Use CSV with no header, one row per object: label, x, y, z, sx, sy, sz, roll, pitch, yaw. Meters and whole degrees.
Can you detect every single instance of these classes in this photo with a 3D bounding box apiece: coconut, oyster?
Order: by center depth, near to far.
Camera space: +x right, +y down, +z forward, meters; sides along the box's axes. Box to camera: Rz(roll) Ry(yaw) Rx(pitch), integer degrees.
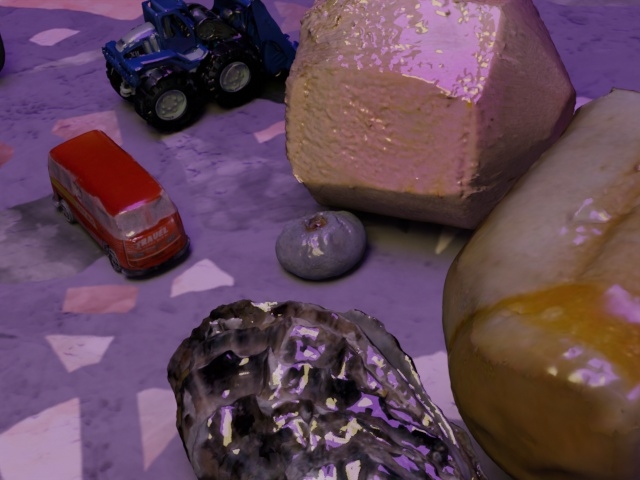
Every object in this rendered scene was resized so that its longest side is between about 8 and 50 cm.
oyster,0.014,0.158,0.785,0.158,0.162,0.351,-14,36,-25
coconut,0.105,-0.130,1.089,0.245,0.233,0.233,5,40,20

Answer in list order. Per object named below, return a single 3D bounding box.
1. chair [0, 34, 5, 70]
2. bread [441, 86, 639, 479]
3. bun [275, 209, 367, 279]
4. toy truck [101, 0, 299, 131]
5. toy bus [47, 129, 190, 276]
chair,-0.478,-0.217,1.410,0.222,0.104,0.095,-15,22,-5
bread,0.245,0.065,0.829,0.301,0.210,0.341,7,40,36
bun,0.000,0.000,1.082,0.083,0.045,0.083,-7,34,5
toy truck,-0.128,-0.217,1.314,0.208,0.126,0.113,-25,41,-21
toy bus,-0.193,-0.039,1.141,0.079,0.077,0.174,-28,42,-23
